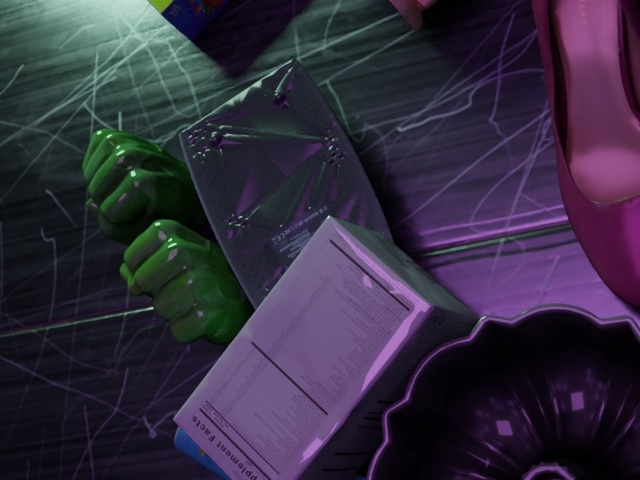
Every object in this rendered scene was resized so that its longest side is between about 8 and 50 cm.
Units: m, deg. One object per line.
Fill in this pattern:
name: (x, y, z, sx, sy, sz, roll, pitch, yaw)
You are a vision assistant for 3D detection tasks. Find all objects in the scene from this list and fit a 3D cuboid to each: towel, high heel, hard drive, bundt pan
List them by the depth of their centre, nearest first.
bundt pan: (0.213, 0.227, 1.229, 0.331, 0.124, 0.330, -6, 73, 21)
high heel: (0.256, -0.130, 1.304, 0.127, 0.181, 0.377, -17, 66, 18)
towel: (0.175, 0.141, 1.347, 0.083, 0.009, 0.060, -21, 66, 17)
hard drive: (-0.032, -0.047, 1.454, 0.172, 0.054, 0.254, -32, 63, 11)

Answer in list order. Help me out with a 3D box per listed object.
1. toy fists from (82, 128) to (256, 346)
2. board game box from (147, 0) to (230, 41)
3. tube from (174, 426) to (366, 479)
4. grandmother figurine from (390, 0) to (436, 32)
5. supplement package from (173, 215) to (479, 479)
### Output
toy fists: (-0.166, -0.004, 1.477, 0.096, 0.142, 0.279, -35, 61, 10)
board game box: (-0.185, -0.432, 1.670, 0.233, 0.078, 0.347, -46, 61, 4)
tube: (-0.049, 0.232, 1.401, 0.207, 0.052, 0.080, 24, 90, 23)
grandmother figurine: (0.201, -0.364, 1.455, 0.342, 0.104, 0.208, -40, 54, 8)
supplement package: (0.006, 0.119, 1.301, 0.139, 0.134, 0.244, 42, 101, 24)
